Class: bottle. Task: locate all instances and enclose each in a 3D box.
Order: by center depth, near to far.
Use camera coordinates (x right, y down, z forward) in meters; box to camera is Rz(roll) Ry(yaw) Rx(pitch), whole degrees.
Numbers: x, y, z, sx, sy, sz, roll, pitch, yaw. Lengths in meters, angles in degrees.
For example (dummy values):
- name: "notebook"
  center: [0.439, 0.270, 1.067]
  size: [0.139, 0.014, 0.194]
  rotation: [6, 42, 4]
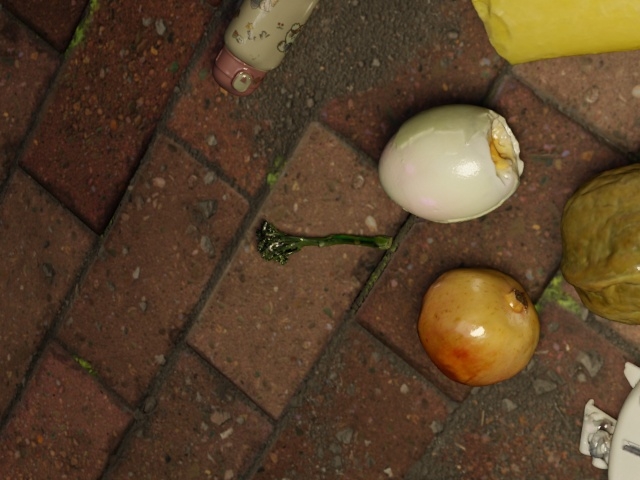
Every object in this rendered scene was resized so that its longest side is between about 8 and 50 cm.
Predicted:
- name: "bottle"
  center: [-0.098, -0.350, 2.001]
  size: [0.110, 0.110, 0.233]
  rotation: [42, 113, 17]

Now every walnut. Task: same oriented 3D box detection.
- name: "walnut"
  center: [0.468, 0.001, 1.663]
  size: [0.283, 0.283, 0.227]
  rotation: [-20, 105, 29]

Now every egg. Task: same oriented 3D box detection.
- name: "egg"
  center: [0.190, -0.114, 1.838]
  size: [0.217, 0.183, 0.183]
  rotation: [-19, 88, 32]

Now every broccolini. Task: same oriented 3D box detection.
- name: "broccolini"
  center: [-0.003, 0.006, 2.031]
  size: [0.254, 0.057, 0.071]
  rotation: [1, 140, 31]

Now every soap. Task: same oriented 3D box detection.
- name: "soap"
  center: [0.414, -0.392, 1.658]
  size: [0.427, 0.115, 0.306]
  rotation: [-5, 130, 27]

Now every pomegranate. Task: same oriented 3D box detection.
- name: "pomegranate"
  center: [0.246, 0.130, 1.845]
  size: [0.191, 0.191, 0.191]
  rotation: [4, 99, 28]

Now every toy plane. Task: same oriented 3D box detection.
- name: "toy plane"
  center: [0.493, 0.294, 1.771]
  size: [0.244, 0.117, 0.245]
  rotation: [8, 101, 45]
